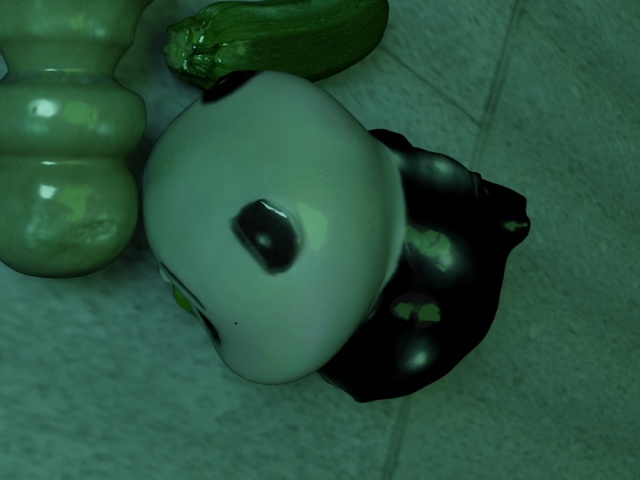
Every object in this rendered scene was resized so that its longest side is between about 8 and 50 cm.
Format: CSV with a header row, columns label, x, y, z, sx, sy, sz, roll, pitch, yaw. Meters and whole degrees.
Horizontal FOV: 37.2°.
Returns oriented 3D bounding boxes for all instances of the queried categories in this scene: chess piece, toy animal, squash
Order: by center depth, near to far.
label,x,y,z,sx,sy,sz,roll,pitch,yaw
chess piece,-0.160,-0.097,0.588,0.133,0.133,0.243,-3,97,-41
toy animal,-0.007,0.005,0.679,0.266,0.212,0.213,18,79,-36
squash,-0.026,-0.157,0.737,0.219,0.068,0.077,-21,121,-40
